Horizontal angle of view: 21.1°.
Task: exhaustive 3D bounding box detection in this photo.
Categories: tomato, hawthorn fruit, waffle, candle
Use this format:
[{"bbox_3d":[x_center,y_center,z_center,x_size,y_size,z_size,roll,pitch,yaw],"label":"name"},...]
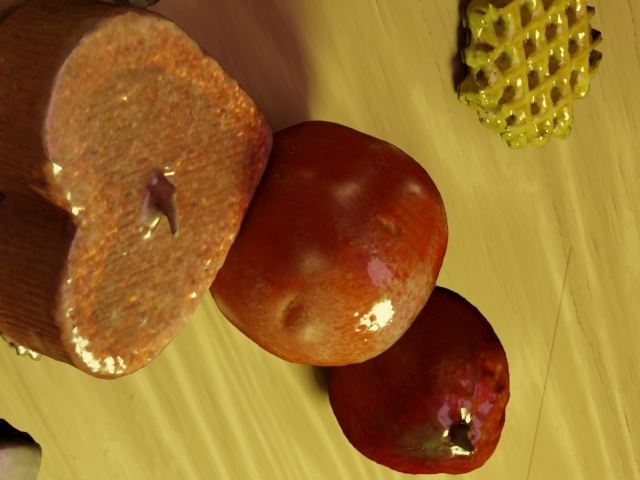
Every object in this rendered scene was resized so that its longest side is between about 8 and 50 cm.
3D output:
[{"bbox_3d":[0.003,0.000,1.570,0.188,0.232,0.232,44,68,-40],"label":"tomato"},{"bbox_3d":[0.115,0.159,1.752,0.190,0.251,0.189,-10,122,-16],"label":"hawthorn fruit"},{"bbox_3d":[0.246,-0.233,1.916,0.291,0.051,0.291,-24,123,-43],"label":"waffle"},{"bbox_3d":[-0.150,-0.050,1.435,0.287,0.131,0.316,-23,121,-48],"label":"candle"}]

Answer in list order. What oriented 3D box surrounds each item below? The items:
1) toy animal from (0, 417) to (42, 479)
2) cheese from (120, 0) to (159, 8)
[{"bbox_3d":[-0.391,0.194,1.165,0.344,0.303,0.194,4,96,-27],"label":"toy animal"},{"bbox_3d":[-0.100,-0.269,1.445,0.050,0.127,0.235,44,50,-10],"label":"cheese"}]
